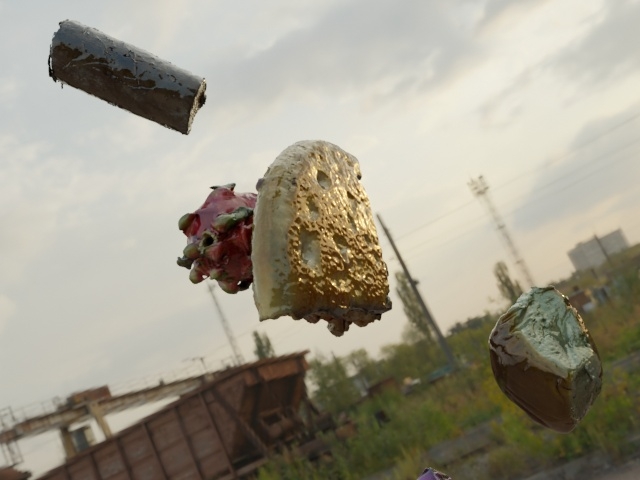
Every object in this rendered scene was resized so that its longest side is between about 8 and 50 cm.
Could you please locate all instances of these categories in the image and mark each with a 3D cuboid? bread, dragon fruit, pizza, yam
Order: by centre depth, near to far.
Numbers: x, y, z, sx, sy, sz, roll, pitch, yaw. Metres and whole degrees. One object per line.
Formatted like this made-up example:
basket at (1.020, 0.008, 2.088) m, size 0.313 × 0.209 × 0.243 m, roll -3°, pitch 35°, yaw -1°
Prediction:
pizza at (0.000, 0.000, 1.149) m, size 0.114 × 0.278 × 0.409 m, roll -17°, pitch 33°, yaw 26°
dragon fruit at (-0.139, -0.003, 1.213) m, size 0.166 × 0.160 × 0.172 m, roll -20°, pitch -11°, yaw 16°
yam at (-0.346, -0.293, 1.485) m, size 0.131 × 0.279 × 0.131 m, roll -157°, pitch 90°, yaw -90°
bread at (0.519, 0.279, 1.871) m, size 0.224 × 0.279 × 0.250 m, roll -28°, pitch -41°, yaw -18°

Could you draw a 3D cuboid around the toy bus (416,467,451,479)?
toy bus at (0.247, 0.513, 1.404) m, size 0.090 × 0.274 × 0.112 m, roll -41°, pitch -53°, yaw 2°
